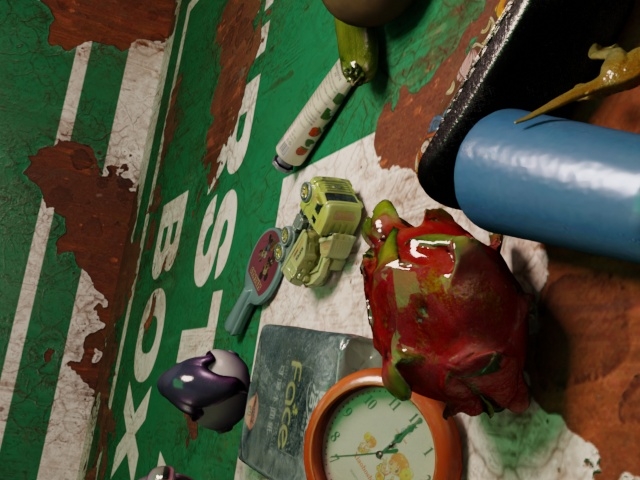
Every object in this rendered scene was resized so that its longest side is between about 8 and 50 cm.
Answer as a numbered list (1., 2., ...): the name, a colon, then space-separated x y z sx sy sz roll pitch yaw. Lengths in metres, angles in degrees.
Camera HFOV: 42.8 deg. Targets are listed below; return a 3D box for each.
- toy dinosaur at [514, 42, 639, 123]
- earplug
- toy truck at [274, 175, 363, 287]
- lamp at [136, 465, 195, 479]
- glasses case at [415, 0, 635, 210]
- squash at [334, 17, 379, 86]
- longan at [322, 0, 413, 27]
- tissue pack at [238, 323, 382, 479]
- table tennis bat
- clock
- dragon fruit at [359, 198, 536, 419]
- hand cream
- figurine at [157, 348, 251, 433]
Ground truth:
1. toy dinosaur: 0.275 -0.151 0.756 0.162 0.039 0.126 -38 20 -23
2. earplug: 0.253 -0.045 0.745 0.273 0.133 0.132 26 101 62
3. toy truck: 0.000 0.000 1.316 0.191 0.085 0.116 -64 36 31
4. lamp: -0.310 0.577 1.486 0.247 0.248 0.301 93 176 -60
5. glasses case: 0.215 -0.168 0.888 0.321 0.122 0.082 -61 29 29
6. squash: 0.062 -0.353 1.389 0.080 0.071 0.318 119 156 -49
7. longan: 0.089 -0.428 1.280 0.204 0.159 0.184 -32 53 17
8. tissue pack: -0.014 0.243 1.187 0.316 0.103 0.227 -6 73 66
9. table tennis bat: -0.125 0.085 1.609 0.244 0.040 0.153 -61 28 21
10. clock: 0.071 0.254 0.969 0.205 0.051 0.205 -7 76 30
11. dragon fruit: 0.132 0.070 0.901 0.200 0.198 0.269 65 175 -23
12. hand cream: -0.004 -0.234 1.500 0.276 0.059 0.095 -52 32 33
13. figurine: -0.160 0.255 1.363 0.145 0.222 0.145 -32 52 52
